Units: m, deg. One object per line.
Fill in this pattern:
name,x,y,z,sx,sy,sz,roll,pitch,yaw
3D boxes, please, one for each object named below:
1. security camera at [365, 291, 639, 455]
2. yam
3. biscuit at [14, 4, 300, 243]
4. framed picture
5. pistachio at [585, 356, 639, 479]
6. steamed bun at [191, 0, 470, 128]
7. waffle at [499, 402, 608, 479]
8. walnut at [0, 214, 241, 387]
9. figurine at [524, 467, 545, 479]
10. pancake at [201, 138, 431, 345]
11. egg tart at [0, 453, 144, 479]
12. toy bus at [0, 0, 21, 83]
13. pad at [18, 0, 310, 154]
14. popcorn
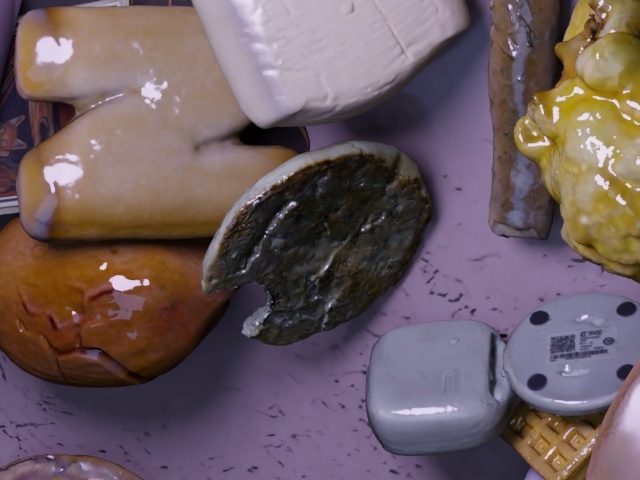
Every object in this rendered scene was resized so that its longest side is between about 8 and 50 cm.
security camera,0.191,0.135,1.824,0.302,0.157,0.080,-10,129,16
yam,0.197,-0.153,1.776,0.071,0.067,0.317,8,107,28
biscuit,-0.153,-0.115,1.809,0.291,0.062,0.236,1,85,-12
framed picture,-0.315,-0.132,1.899,0.273,0.016,0.216,-7,76,24
pistachio,0.436,0.189,1.656,0.445,0.281,0.365,-34,107,-9
steamed bun,0.006,-0.217,1.750,0.250,0.155,0.200,-30,98,-18
waffle,0.230,0.165,1.838,0.032,0.191,0.125,38,95,-33
walnut,-0.216,0.055,1.892,0.298,0.203,0.203,-3,105,30
figurine,0.276,0.258,1.831,0.145,0.145,0.222,40,109,3
pancake,0.000,0.000,1.816,0.037,0.254,0.253,49,120,41
egg tart,-0.283,0.409,2.051,0.352,0.150,0.351,4,103,16
toy bus,-0.425,-0.117,1.845,0.162,0.171,0.386,12,85,22
pad,-0.224,-0.170,1.906,0.315,0.063,0.375,-29,95,23
popcorn,0.304,-0.102,1.653,0.252,0.286,0.215,15,151,11
